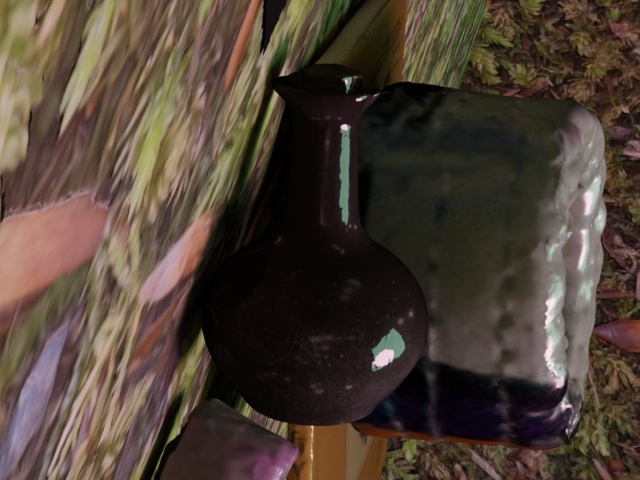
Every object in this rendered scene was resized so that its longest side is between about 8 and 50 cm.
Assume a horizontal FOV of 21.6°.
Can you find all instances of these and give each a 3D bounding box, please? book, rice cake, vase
[{"bbox_3d":[0.018,0.040,1.117,0.269,0.032,0.389,-58,152,-65],"label":"book"},{"bbox_3d":[-0.109,0.251,0.877,0.056,0.073,0.365,104,10,-69],"label":"rice cake"},{"bbox_3d":[0.000,0.000,0.872,0.120,0.120,0.183,-55,150,-73],"label":"vase"}]

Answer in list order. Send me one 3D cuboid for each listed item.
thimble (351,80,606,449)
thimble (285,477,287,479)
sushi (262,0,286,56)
[{"bbox_3d":[0.094,0.010,1.023,0.237,0.150,0.237,5,90,-76],"label":"thimble"},{"bbox_3d":[-0.010,0.290,1.249,0.250,0.205,0.172,-111,-140,-58],"label":"thimble"},{"bbox_3d":[0.070,-0.277,0.696,0.339,0.069,0.320,100,11,-65],"label":"sushi"}]
